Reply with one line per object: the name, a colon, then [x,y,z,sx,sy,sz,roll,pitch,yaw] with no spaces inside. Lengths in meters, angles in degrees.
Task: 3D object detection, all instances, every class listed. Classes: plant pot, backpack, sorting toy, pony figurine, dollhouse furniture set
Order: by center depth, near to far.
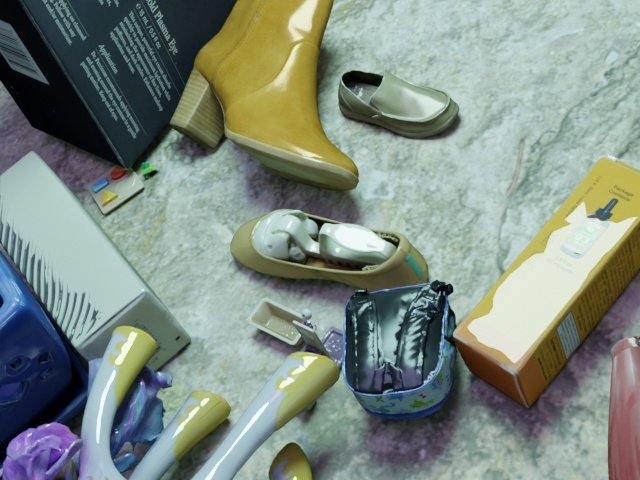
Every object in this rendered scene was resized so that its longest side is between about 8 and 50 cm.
pony figurine: [-0.179,0.242,1.059,0.351,0.302,0.363,7,44,17]
backpack: [0.075,0.107,1.136,0.105,0.084,0.114,-7,50,18]
dollhouse furniture set: [-0.042,0.092,1.198,0.114,0.081,0.091,23,68,34]
plant pot: [-0.375,0.120,1.233,0.236,0.212,0.236,-40,51,-6]
sorting toy: [-0.229,-0.072,1.439,0.083,0.012,0.062,-35,50,-4]

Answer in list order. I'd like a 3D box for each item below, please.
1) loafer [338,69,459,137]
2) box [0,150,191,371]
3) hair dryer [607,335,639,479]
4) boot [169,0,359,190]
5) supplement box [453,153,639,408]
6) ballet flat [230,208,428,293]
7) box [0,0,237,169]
loafer: [0.078,-0.151,1.341,0.148,0.050,0.056,11,62,30]
box: [-0.258,0.030,1.317,0.094,0.113,0.275,-41,50,-7]
hair dryer: [0.309,0.182,0.882,0.224,0.080,0.293,-29,61,-32]
boot: [-0.031,-0.183,1.356,0.295,0.104,0.211,23,83,42]
supplement box: [0.226,0.035,1.131,0.078,0.080,0.233,32,75,36]
ballet flat: [0.000,0.000,1.252,0.232,0.073,0.080,10,61,29]
box: [-0.245,-0.318,1.400,0.179,0.343,0.312,25,65,33]
